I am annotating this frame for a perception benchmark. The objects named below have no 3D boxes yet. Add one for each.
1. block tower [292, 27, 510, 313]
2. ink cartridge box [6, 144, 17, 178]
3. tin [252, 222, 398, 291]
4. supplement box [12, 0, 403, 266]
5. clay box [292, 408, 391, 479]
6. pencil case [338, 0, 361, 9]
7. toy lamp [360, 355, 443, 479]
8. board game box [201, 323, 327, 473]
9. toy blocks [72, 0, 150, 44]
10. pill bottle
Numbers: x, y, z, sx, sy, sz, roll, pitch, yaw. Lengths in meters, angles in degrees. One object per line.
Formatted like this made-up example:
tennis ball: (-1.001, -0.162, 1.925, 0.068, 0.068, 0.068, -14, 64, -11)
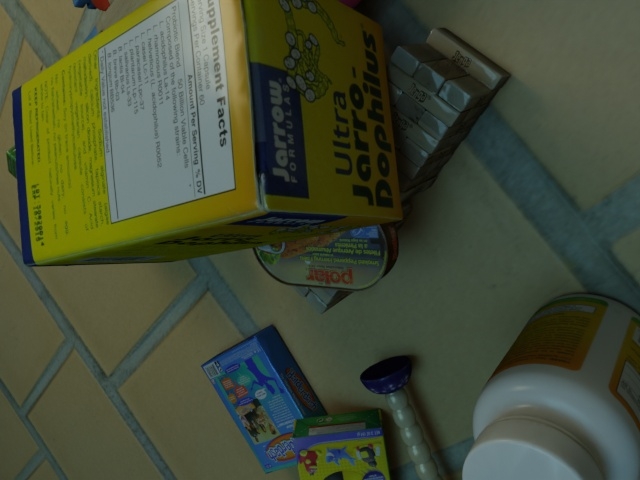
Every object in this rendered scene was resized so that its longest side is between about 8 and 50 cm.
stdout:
block tower: (0.064, -0.064, 0.644, 0.091, 0.097, 0.336, 42, 126, 15)
ink cartridge box: (-0.316, -0.049, 0.831, 0.255, 0.097, 0.188, 48, 159, -18)
tin: (0.000, 0.000, 0.636, 0.189, 0.040, 0.106, 3, 106, 37)
supplement box: (-0.125, -0.089, 0.569, 0.356, 0.195, 0.194, -9, 84, 38)
clay box: (0.041, 0.358, 0.823, 0.127, 0.053, 0.222, -9, 104, 5)
pencil case: (0.034, -0.297, 0.572, 0.236, 0.104, 0.105, -38, 84, 42)
toy lamp: (0.137, 0.289, 0.746, 0.080, 0.080, 0.275, -17, 96, 39)
board game box: (-0.082, 0.257, 0.910, 0.160, 0.047, 0.210, -32, 88, 39)
toy blocks: (-0.231, -0.379, 0.695, 0.260, 0.190, 0.382, -16, 88, 48)
pill bottle: (0.221, 0.155, 0.517, 0.136, 0.245, 0.137, 14, 116, 31)
